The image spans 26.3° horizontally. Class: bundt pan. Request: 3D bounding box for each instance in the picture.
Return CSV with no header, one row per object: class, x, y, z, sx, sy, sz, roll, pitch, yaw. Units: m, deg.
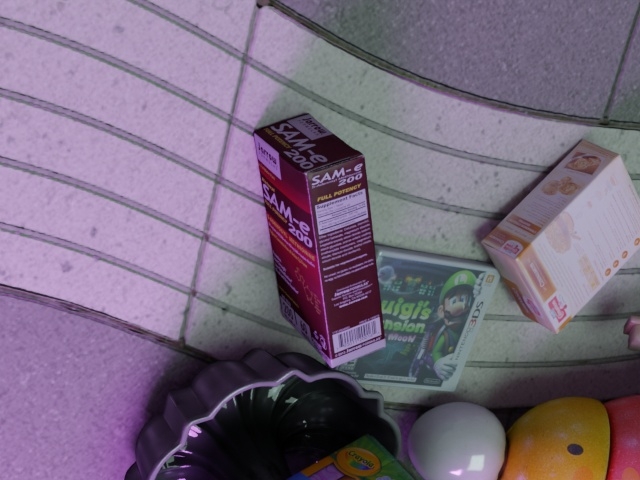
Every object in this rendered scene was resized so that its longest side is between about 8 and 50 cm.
bundt pan,-0.075,0.262,1.561,0.330,0.124,0.331,-13,120,-23

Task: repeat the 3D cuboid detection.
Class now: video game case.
video game case,0.114,0.098,1.650,0.190,0.022,0.173,9,109,-33

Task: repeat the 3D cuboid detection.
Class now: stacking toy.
stacking toy,0.339,0.314,1.718,0.479,0.350,0.351,13,109,-5

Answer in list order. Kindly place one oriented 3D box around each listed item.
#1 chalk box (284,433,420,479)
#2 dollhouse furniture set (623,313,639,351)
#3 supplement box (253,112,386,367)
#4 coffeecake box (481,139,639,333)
chalk box,0.049,0.349,1.491,0.289,0.179,0.180,-26,124,-18
dollhouse furniture set,0.568,0.142,1.885,0.355,0.174,0.303,11,154,1
supplement box,0.000,0.000,1.467,0.073,0.130,0.239,-19,121,-20
coffeecake box,0.303,-0.004,1.666,0.185,0.068,0.142,-44,129,-12
